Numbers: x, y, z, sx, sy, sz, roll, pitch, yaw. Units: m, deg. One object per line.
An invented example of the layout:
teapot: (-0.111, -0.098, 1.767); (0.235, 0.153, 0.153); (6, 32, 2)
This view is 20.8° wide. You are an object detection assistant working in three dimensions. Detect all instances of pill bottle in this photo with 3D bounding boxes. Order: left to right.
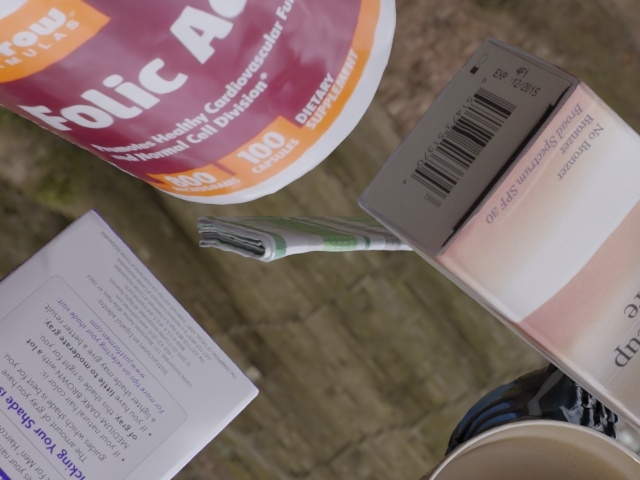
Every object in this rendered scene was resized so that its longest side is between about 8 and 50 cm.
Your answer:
pill bottle: (-0.143, -0.181, 0.976); (0.224, 0.224, 0.392); (-37, 147, 17)

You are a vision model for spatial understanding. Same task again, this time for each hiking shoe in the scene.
hiking shoe: (0.164, 0.199, 1.500); (0.132, 0.113, 0.304); (-25, -176, 28)

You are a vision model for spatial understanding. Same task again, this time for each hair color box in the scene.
hair color box: (-0.228, 0.158, 1.215); (0.339, 0.185, 0.110); (-42, 180, -29)

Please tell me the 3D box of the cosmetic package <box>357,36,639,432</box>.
cosmetic package: (0.190, 0.014, 1.196); (0.153, 0.296, 0.129); (-53, -149, 1)

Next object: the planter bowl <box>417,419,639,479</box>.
planter bowl: (0.088, 0.174, 0.827); (0.162, 0.162, 0.109); (-45, -176, -27)

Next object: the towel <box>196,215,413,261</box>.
towel: (0.000, 0.000, 1.259); (0.152, 0.023, 0.113); (0, -171, -31)
